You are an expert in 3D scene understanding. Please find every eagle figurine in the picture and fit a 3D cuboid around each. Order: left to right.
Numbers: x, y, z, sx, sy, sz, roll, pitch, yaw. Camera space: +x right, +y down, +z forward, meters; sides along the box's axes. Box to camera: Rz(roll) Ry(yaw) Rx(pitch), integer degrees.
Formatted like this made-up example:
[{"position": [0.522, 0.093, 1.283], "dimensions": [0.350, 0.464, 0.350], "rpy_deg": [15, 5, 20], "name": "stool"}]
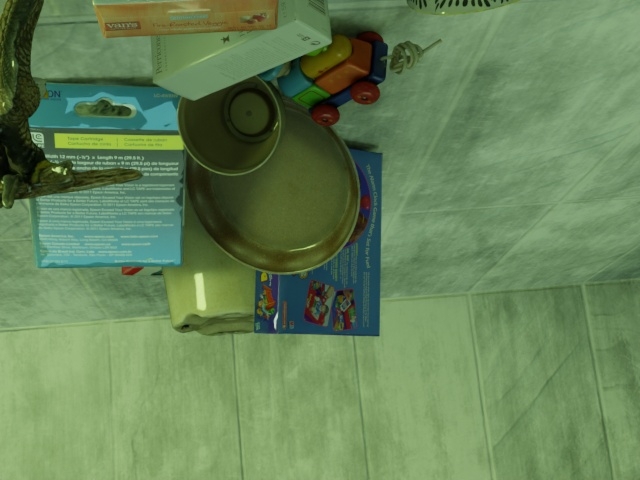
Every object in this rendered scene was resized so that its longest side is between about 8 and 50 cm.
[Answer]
[{"position": [-0.342, -0.185, 1.019], "dimensions": [0.226, 0.298, 0.225], "rpy_deg": [-15, -171, -22], "name": "eagle figurine"}]

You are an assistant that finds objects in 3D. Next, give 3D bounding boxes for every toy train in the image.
[{"position": [0.029, -0.260, 1.329], "dimensions": [0.143, 0.105, 0.248], "rpy_deg": [22, 151, -34], "name": "toy train"}]

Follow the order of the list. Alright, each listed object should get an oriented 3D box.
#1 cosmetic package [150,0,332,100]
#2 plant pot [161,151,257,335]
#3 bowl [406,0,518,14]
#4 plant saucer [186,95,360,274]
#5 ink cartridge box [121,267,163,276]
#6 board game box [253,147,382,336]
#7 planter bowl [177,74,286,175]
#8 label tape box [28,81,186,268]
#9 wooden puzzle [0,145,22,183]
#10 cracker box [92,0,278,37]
[{"position": [-0.104, -0.269, 1.192], "dimensions": [0.231, 0.117, 0.085], "rpy_deg": [-17, 161, 31], "name": "cosmetic package"}, {"position": [-0.180, 0.014, 1.846], "dimensions": [0.333, 0.306, 0.334], "rpy_deg": [-6, 165, -1], "name": "plant pot"}, {"position": [0.175, -0.325, 1.097], "dimensions": [0.170, 0.170, 0.080], "rpy_deg": [-8, 121, 10], "name": "bowl"}, {"position": [-0.075, -0.094, 1.596], "dimensions": [0.310, 0.311, 0.050], "rpy_deg": [-13, -166, 26], "name": "plant saucer"}, {"position": [-0.354, 0.005, 2.077], "dimensions": [0.231, 0.134, 0.078], "rpy_deg": [4, 163, -31], "name": "ink cartridge box"}, {"position": [0.000, 0.000, 1.763], "dimensions": [0.233, 0.347, 0.078], "rpy_deg": [6, 172, -37], "name": "board game box"}, {"position": [-0.120, -0.187, 1.454], "dimensions": [0.162, 0.162, 0.109], "rpy_deg": [-11, -170, 19], "name": "planter bowl"}, {"position": [-0.345, -0.120, 1.566], "dimensions": [0.249, 0.115, 0.348], "rpy_deg": [0, 126, -10], "name": "label tape box"}, {"position": [-0.438, -0.159, 1.167], "dimensions": [0.044, 0.239, 0.221], "rpy_deg": [-23, 179, 4], "name": "wooden puzzle"}, {"position": [-0.122, -0.298, 0.847], "dimensions": [0.155, 0.232, 0.067], "rpy_deg": [-4, 165, -6], "name": "cracker box"}]
